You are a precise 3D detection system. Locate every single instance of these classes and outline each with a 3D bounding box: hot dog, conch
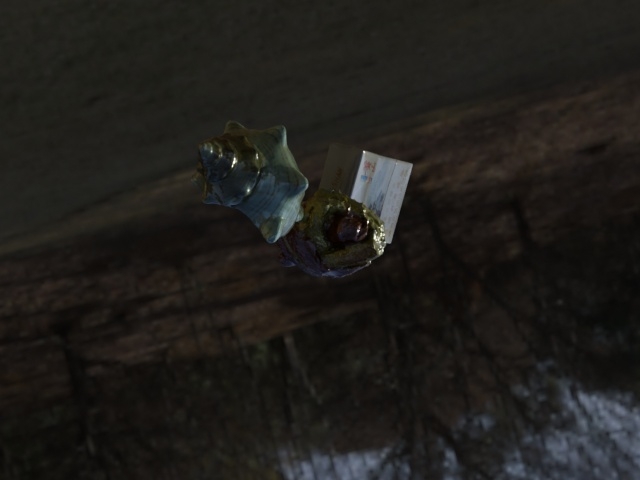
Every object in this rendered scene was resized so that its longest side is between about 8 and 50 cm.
[{"bbox_3d":[0.000,0.000,1.814,0.146,0.103,0.213,29,154,-14],"label":"hot dog"},{"bbox_3d":[-0.065,-0.069,1.495,0.234,0.137,0.114,29,121,-37],"label":"conch"}]

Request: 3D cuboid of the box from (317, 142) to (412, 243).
[{"bbox_3d":[0.070,-0.076,2.145,0.067,0.149,0.233,14,-176,24],"label":"box"}]
